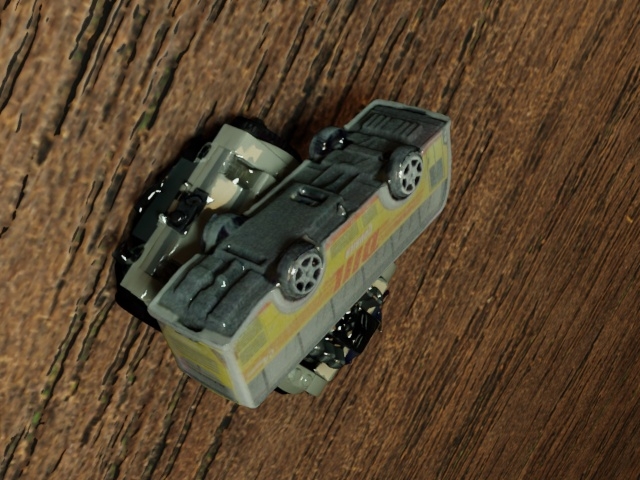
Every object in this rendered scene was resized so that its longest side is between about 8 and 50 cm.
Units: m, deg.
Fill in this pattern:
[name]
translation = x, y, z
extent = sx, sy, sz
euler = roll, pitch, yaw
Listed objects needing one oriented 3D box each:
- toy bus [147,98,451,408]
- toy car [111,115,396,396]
[toy bus]
translation = 0.000, 0.000, 0.623
extent = 0.268, 0.092, 0.106
euler = -44, 139, -32
[toy car]
translation = -0.035, 0.028, 0.746
extent = 0.193, 0.118, 0.301
euler = -58, 137, -8
